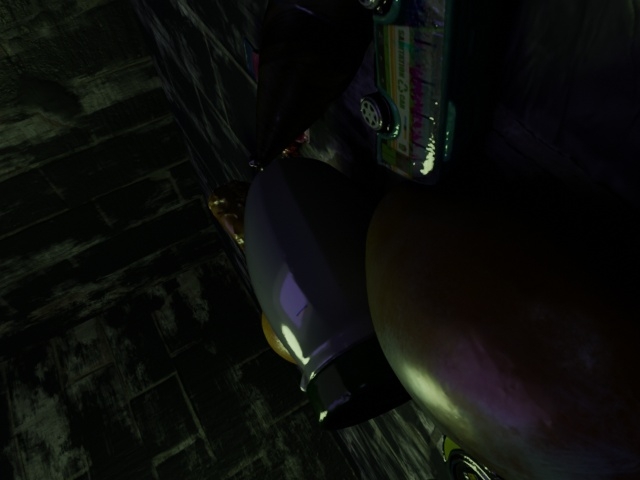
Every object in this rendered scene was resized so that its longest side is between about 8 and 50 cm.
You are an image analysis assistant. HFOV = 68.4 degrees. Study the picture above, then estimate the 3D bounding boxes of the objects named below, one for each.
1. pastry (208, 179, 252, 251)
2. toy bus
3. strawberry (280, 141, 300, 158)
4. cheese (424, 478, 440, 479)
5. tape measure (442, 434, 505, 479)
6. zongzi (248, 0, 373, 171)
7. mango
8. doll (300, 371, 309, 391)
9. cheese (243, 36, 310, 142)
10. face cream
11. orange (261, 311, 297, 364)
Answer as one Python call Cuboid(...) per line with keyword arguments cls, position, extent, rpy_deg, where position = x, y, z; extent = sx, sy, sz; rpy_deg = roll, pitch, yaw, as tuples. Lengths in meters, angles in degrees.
Cuboid(cls="pastry", position=(-0.185, -0.050, 1.343), extent=(0.255, 0.162, 0.311), rpy_deg=(46, 170, 17))
Cuboid(cls="toy bus", position=(0.095, -0.168, 0.410), extent=(0.109, 0.091, 0.262), rpy_deg=(42, 157, 36))
Cuboid(cls="strawberry", position=(-0.075, -0.212, 0.948), extent=(0.104, 0.048, 0.152), rpy_deg=(74, 175, -57))
Cuboid(cls="cheese", position=(0.288, 0.514, 0.737), extent=(0.259, 0.128, 0.316), rpy_deg=(31, 178, -19))
Cuboid(cls="tape measure", position=(0.257, 0.324, 0.656), extent=(0.199, 0.112, 0.186), rpy_deg=(64, 158, 14))
Cuboid(cls="zongzi", position=(-0.027, -0.192, 0.524), extent=(0.112, 0.242, 0.221), rpy_deg=(23, -174, -17))
Cuboid(cls="mango", position=(0.146, 0.059, 0.422), extent=(0.221, 0.198, 0.384), rpy_deg=(52, -177, -38))
Cuboid(cls="doll", position=(0.016, 0.142, 0.881), extent=(0.113, 0.154, 0.275), rpy_deg=(95, -175, -55))
Cuboid(cls="cheese", position=(-0.077, -0.266, 0.832), extent=(0.244, 0.062, 0.155), rpy_deg=(55, 162, 29))
Cuboid(cls="face cream", position=(0.027, 0.063, 0.695), extent=(0.357, 0.219, 0.312), rpy_deg=(63, -172, 31))
Cuboid(cls="orange", position=(-0.033, 0.195, 1.160), extent=(0.236, 0.236, 0.236), rpy_deg=(55, 162, 26))
